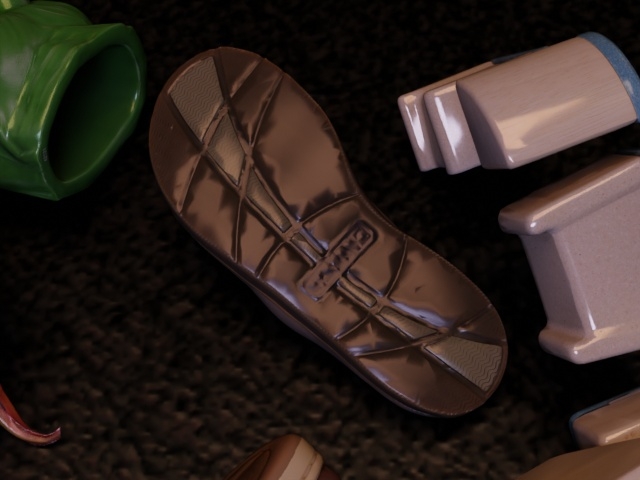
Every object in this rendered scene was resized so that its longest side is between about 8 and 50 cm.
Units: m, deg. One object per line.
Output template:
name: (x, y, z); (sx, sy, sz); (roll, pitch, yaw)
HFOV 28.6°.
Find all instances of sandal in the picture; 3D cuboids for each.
sandal: (0.000, 0.000, 0.609); (0.219, 0.060, 0.090); (42, 76, 9)

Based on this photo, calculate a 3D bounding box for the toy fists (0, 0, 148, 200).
toy fists: (-0.205, -0.044, 0.593); (0.142, 0.096, 0.279); (13, 44, 18)

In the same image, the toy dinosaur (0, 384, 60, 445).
toy dinosaur: (-0.175, 0.064, 0.601); (0.090, 0.047, 0.082); (14, 45, -26)

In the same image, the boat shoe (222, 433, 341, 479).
boat shoe: (-0.046, 0.237, 0.450); (0.123, 0.123, 0.342); (32, 53, -13)

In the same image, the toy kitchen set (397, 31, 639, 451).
toy kitchen set: (0.139, 0.006, 0.590); (0.122, 0.166, 0.207); (-20, 97, -7)

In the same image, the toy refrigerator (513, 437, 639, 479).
toy refrigerator: (0.039, 0.161, 0.413); (0.269, 0.094, 0.102); (-20, 85, -38)
